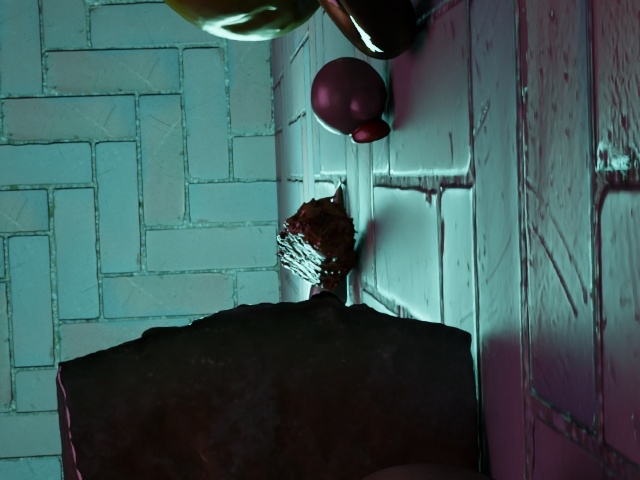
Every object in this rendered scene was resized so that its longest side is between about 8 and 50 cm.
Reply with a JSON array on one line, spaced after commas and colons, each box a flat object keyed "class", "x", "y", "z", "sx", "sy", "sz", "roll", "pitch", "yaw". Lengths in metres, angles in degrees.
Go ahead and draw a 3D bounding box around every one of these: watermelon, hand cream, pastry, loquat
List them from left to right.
[{"class": "loquat", "x": -0.093, "y": -0.335, "z": 1.260, "sx": 0.244, "sy": 0.244, "sz": 0.244, "roll": 178, "pitch": 90, "yaw": -85}, {"class": "watermelon", "x": -0.028, "y": 0.200, "z": 0.706, "sx": 0.151, "sy": 0.264, "sz": 0.302, "roll": 99, "pitch": 164, "yaw": -69}, {"class": "pastry", "x": 0.002, "y": 0.001, "z": 1.267, "sx": 0.063, "sy": 0.087, "sz": 0.169, "roll": -59, "pitch": -5, "yaw": -16}, {"class": "hand cream", "x": 0.013, "y": 0.017, "z": 1.389, "sx": 0.076, "sy": 0.047, "sz": 0.174, "roll": 109, "pitch": 167, "yaw": -78}]

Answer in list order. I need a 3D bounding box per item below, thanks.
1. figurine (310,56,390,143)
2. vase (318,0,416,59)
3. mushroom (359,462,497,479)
[{"class": "figurine", "x": 0.026, "y": -0.123, "z": 1.009, "sx": 0.083, "sy": 0.067, "sz": 0.071, "roll": 33, "pitch": 148, "yaw": 65}, {"class": "vase", "x": -0.026, "y": -0.273, "z": 0.873, "sx": 0.329, "sy": 0.241, "sz": 0.302, "roll": 60, "pitch": 180, "yaw": 14}, {"class": "mushroom", "x": 0.013, "y": 0.191, "z": 0.471, "sx": 0.207, "sy": 0.215, "sz": 0.207, "roll": -172, "pitch": 90, "yaw": -80}]
